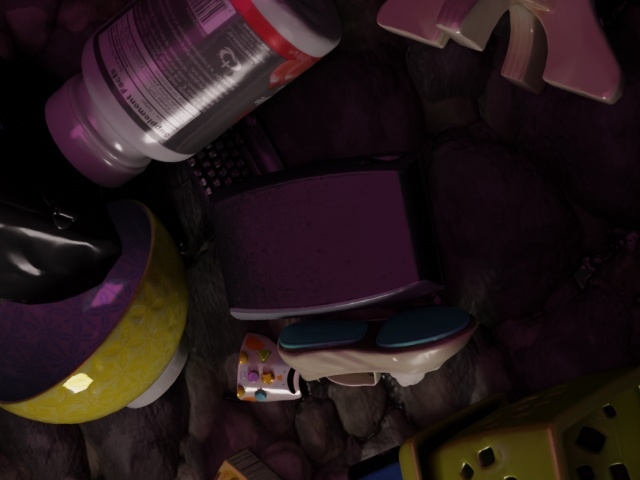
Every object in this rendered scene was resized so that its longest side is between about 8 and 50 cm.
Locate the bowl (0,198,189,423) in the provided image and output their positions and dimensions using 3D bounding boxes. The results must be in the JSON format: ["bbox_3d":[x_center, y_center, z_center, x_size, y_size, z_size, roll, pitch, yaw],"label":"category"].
[{"bbox_3d":[-0.249,0.111,1.676,0.289,0.289,0.156,-26,127,31],"label":"bowl"}]

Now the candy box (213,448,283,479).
[{"bbox_3d":[-0.058,0.350,1.684,0.186,0.053,0.109,38,116,21],"label":"candy box"}]

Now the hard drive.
[{"bbox_3d":[0.000,0.000,1.573,0.254,0.054,0.172,-9,94,22],"label":"hard drive"}]

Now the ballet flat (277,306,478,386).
[{"bbox_3d":[0.069,0.123,1.567,0.248,0.086,0.086,-4,96,32],"label":"ballet flat"}]

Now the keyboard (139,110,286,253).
[{"bbox_3d":[-0.143,-0.083,1.676,0.201,0.033,0.317,-34,80,30],"label":"keyboard"}]

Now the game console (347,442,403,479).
[{"bbox_3d":[0.119,0.292,1.551,0.124,0.085,0.144,-22,87,31],"label":"game console"}]

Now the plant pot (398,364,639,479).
[{"bbox_3d":[0.215,0.263,1.416,0.207,0.228,0.227,-9,94,37],"label":"plant pot"}]

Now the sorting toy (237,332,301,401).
[{"bbox_3d":[-0.057,0.157,1.665,0.075,0.045,0.083,6,102,10],"label":"sorting toy"}]

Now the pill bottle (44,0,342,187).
[{"bbox_3d":[-0.148,-0.196,1.554,0.318,0.176,0.176,-35,80,22],"label":"pill bottle"}]

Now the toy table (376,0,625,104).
[{"bbox_3d":[0.194,-0.240,1.344,0.274,0.252,0.161,23,93,38],"label":"toy table"}]

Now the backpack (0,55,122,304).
[{"bbox_3d":[-0.396,-0.088,1.653,0.273,0.290,0.356,-51,35,37],"label":"backpack"}]
